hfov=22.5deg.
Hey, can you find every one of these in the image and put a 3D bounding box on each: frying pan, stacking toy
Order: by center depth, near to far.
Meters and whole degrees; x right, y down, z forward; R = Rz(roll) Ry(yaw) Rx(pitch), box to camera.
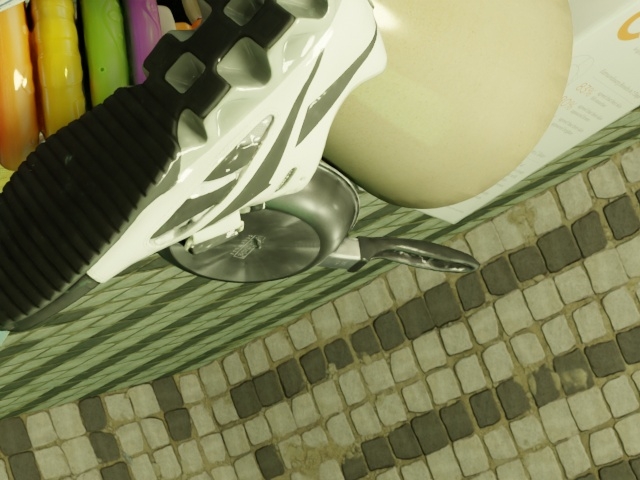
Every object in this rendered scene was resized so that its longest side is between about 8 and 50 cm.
[{"bbox_3d":[-0.157,-0.125,1.120,0.302,0.165,0.175,-7,158,-10],"label":"stacking toy"},{"bbox_3d":[-0.025,0.008,1.418,0.197,0.053,0.326,-22,144,31],"label":"frying pan"}]

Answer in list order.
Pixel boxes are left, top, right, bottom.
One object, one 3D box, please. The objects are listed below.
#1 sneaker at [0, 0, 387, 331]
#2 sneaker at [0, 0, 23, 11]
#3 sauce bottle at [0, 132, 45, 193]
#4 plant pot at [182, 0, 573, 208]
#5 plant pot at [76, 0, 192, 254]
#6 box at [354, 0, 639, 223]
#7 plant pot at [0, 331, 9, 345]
[{"bbox_3d":[-0.082,-0.043,1.060,0.330,0.122,0.146,-42,138,4],"label":"sneaker"},{"bbox_3d":[-0.134,-0.208,1.010,0.315,0.127,0.182,-25,168,9],"label":"sneaker"},{"bbox_3d":[-0.321,-0.073,1.412,0.111,0.111,0.344,-15,168,-36],"label":"sauce bottle"},{"bbox_3d":[0.024,-0.178,1.291,0.256,0.256,0.274,-27,154,30],"label":"plant pot"},{"bbox_3d":[-0.136,-0.117,1.408,0.187,0.188,0.167,-22,161,7],"label":"plant pot"},{"bbox_3d":[0.184,-0.186,1.504,0.345,0.168,0.215,-33,157,21],"label":"box"},{"bbox_3d":[-0.392,0.006,1.207,0.290,0.290,0.195,-23,130,10],"label":"plant pot"}]
